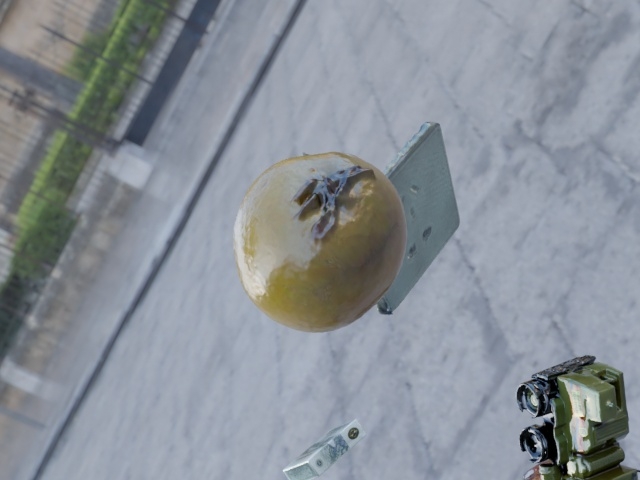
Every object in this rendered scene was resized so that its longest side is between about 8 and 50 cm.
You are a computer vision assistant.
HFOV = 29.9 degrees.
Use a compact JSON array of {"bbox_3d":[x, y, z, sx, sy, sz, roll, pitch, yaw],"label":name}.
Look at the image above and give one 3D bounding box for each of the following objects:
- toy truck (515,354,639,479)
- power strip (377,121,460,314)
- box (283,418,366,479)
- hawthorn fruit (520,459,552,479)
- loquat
[{"bbox_3d":[0.338,0.283,1.514,0.127,0.127,0.257,14,113,55],"label":"toy truck"},{"bbox_3d":[0.099,-0.034,1.602,0.064,0.213,0.198,22,57,35],"label":"power strip"},{"bbox_3d":[0.005,0.228,1.291,0.083,0.024,0.054,-35,3,-40],"label":"box"},{"bbox_3d":[0.379,0.464,1.716,0.254,0.300,0.254,-39,-15,-13],"label":"hawthorn fruit"},{"bbox_3d":[0.000,0.000,0.933,0.141,0.141,0.141,-57,14,23],"label":"loquat"}]
